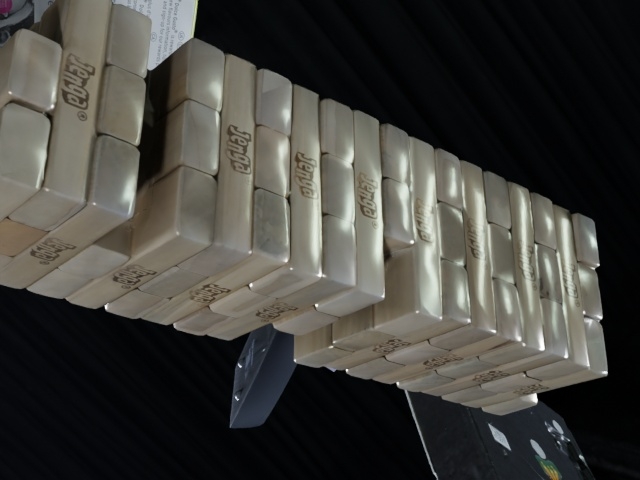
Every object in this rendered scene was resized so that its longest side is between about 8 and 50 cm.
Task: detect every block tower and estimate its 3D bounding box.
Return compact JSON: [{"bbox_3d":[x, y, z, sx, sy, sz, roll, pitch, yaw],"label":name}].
[{"bbox_3d":[0.000,0.000,0.451,0.097,0.335,0.091,-26,-126,44],"label":"block tower"}]

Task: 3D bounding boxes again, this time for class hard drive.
[{"bbox_3d":[-0.059,0.128,1.375,0.172,0.054,0.254,-94,-154,-64],"label":"hard drive"},{"bbox_3d":[0.194,0.244,0.894,0.064,0.237,0.339,-43,-149,17],"label":"hard drive"}]

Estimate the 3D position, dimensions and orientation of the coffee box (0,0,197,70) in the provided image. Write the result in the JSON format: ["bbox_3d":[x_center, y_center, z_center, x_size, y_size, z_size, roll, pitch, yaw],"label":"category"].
[{"bbox_3d":[-0.354,-0.181,1.191,0.337,0.334,0.338,-144,-119,-67],"label":"coffee box"}]

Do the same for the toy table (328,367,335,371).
[{"bbox_3d":[0.129,0.079,1.229,0.274,0.161,0.252,-58,177,-20],"label":"toy table"}]
